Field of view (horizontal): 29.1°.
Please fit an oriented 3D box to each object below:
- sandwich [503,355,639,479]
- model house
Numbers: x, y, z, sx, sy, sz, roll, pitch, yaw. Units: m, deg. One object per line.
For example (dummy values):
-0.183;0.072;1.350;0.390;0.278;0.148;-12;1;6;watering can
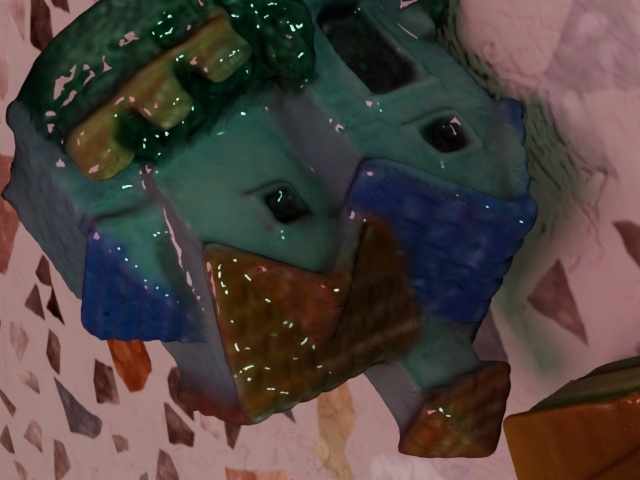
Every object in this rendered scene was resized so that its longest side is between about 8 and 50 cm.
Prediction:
0.221;0.142;0.743;0.187;0.117;0.144;-22;91;52;sandwich
0.000;0.000;0.807;0.329;0.295;0.251;56;146;22;model house
